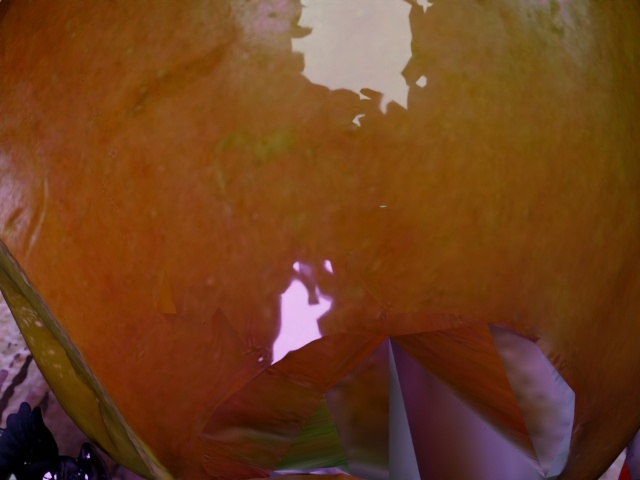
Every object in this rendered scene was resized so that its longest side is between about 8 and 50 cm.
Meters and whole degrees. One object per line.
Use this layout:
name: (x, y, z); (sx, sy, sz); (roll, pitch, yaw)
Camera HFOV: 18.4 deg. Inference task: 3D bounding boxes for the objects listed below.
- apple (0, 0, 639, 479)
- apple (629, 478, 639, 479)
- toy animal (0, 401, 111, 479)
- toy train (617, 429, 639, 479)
apple: (0.000, 0.000, 0.946); (0.374, 0.384, 0.374); (25, 37, -20)
apple: (0.154, 0.174, 0.864); (0.146, 0.146, 0.131); (25, -3, 31)
toy animal: (-0.156, 0.134, 0.973); (0.108, 0.062, 0.220); (-8, 22, -17)
toy train: (0.241, 0.129, 0.948); (0.204, 0.131, 0.082); (12, 33, 15)
